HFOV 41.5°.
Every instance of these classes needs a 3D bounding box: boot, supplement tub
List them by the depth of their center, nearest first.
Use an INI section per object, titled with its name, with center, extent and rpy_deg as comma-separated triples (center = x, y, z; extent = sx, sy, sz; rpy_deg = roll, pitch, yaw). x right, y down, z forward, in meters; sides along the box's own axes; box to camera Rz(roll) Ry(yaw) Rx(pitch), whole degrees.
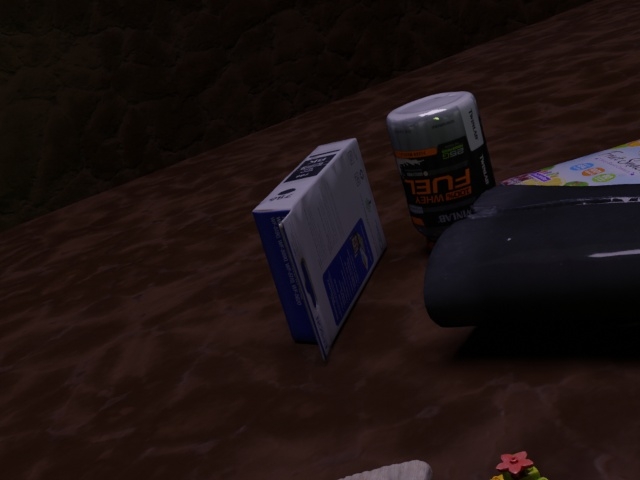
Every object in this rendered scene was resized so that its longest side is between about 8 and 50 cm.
[boot]
center = 0.276, 0.031, 0.678
extent = 0.445, 0.146, 0.367
rpy_deg = 2, 15, 38
[supplement tub]
center = 0.160, -0.084, 1.077
extent = 0.117, 0.191, 0.117
rpy_deg = -16, 17, 5

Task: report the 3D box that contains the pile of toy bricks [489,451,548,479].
[pile of toy bricks]
center = 0.127, 0.169, 0.472
extent = 0.118, 0.105, 0.212
rpy_deg = -21, 17, -13

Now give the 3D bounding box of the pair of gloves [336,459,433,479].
[pair of gloves]
center = -0.039, 0.236, 0.495
extent = 0.240, 0.042, 0.204
rpy_deg = -23, 21, 16

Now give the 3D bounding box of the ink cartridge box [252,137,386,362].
[ink cartridge box]
center = 0.000, 0.000, 1.012
extent = 0.065, 0.165, 0.333
rpy_deg = -10, 17, 19

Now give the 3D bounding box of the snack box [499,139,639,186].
[snack box]
center = 0.344, -0.055, 1.020
extent = 0.207, 0.070, 0.174
rpy_deg = -16, 17, -2
